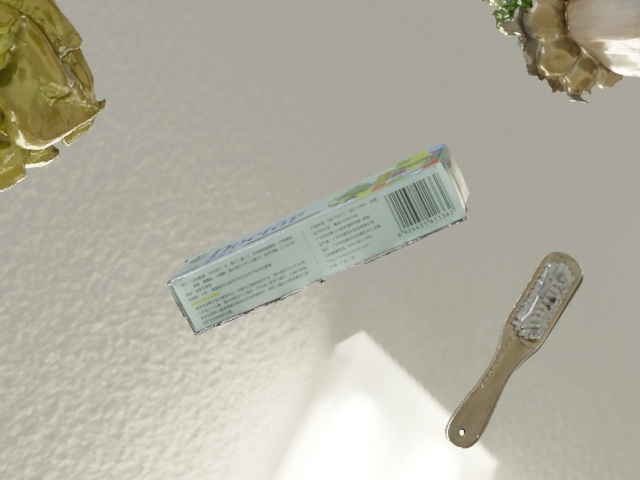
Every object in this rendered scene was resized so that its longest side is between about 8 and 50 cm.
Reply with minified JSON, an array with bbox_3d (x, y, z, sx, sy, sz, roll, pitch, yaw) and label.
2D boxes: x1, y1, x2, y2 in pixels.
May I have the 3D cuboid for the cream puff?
[{"bbox_3d":[-0.431,-0.186,1.495,0.257,0.324,0.291,36,-168,-35],"label":"cream puff"}]

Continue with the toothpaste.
[{"bbox_3d":[0.000,0.000,0.637,0.034,0.164,0.046,62,-162,-11],"label":"toothpaste"}]

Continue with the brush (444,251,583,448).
[{"bbox_3d":[0.281,0.161,1.771,0.070,0.328,0.065,31,-179,10],"label":"brush"}]

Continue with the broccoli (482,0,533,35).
[{"bbox_3d":[0.172,-0.360,1.100,0.283,0.304,0.321,-3,-107,-16],"label":"broccoli"}]

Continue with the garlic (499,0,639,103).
[{"bbox_3d":[0.222,-0.174,0.883,0.207,0.207,0.257,49,-141,-10],"label":"garlic"}]
